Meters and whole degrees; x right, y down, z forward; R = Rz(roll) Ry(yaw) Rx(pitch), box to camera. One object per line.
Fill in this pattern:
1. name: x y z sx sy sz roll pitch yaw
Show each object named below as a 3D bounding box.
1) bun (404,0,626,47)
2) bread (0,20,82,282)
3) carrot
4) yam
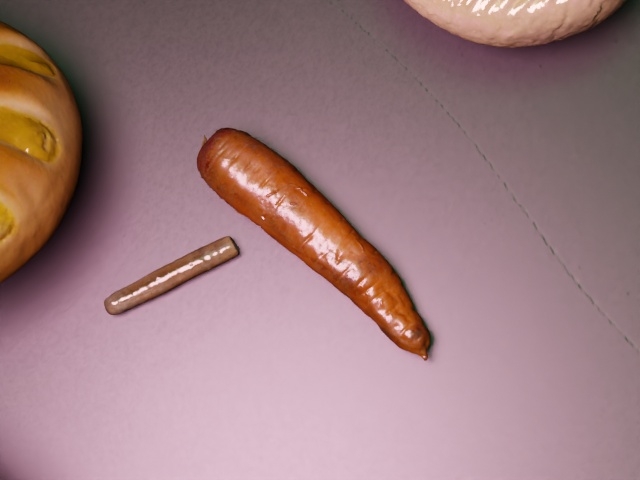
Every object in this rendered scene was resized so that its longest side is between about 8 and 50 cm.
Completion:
1. bun: 0.149 -0.270 1.342 0.244 0.153 0.243 1 101 6
2. bread: -0.347 -0.077 1.310 0.333 0.160 0.333 -2 48 2
3. carrot: 0.000 0.000 1.360 0.248 0.059 0.059 42 87 8
4. yam: -0.118 0.028 1.384 0.116 0.021 0.021 -26 78 0
